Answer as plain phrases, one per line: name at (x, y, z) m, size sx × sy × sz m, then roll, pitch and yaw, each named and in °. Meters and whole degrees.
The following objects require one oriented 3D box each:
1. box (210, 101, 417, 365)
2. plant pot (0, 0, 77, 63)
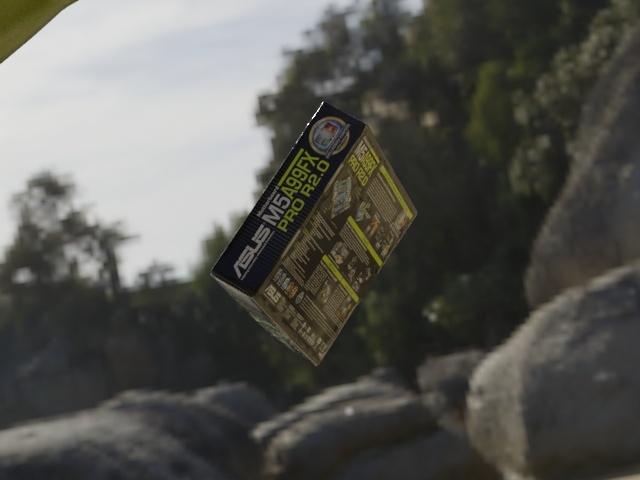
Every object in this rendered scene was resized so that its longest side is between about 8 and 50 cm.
box at (0.000, 0.000, 1.917) m, size 0.060 × 0.216 × 0.270 m, roll 29°, pitch -9°, yaw 22°
plant pot at (-0.411, -0.273, 1.684) m, size 0.353 × 0.366 × 0.366 m, roll -26°, pitch -4°, yaw 0°
